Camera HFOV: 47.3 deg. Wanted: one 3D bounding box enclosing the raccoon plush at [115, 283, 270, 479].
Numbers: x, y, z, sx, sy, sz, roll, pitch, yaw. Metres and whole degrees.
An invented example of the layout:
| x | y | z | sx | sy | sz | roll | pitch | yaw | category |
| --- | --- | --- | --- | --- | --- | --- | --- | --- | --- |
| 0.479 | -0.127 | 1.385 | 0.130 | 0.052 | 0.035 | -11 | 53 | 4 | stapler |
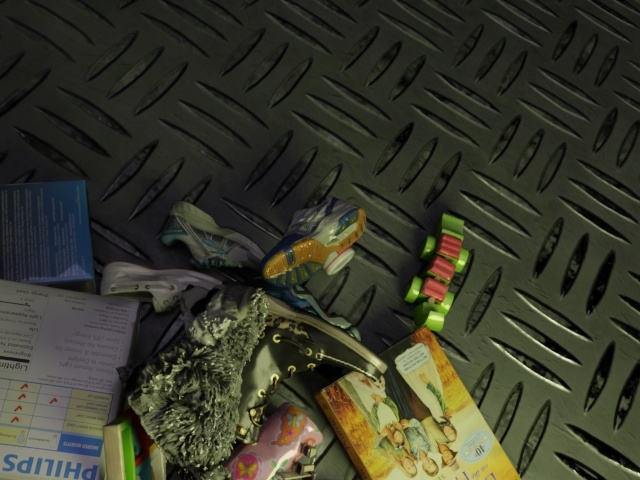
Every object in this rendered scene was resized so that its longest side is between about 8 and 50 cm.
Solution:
| x | y | z | sx | sy | sz | roll | pitch | yaw | category |
| --- | --- | --- | --- | --- | --- | --- | --- | --- | --- |
| -0.154 | 0.292 | 1.344 | 0.299 | 0.216 | 0.446 | -31 | 99 | -9 | raccoon plush |

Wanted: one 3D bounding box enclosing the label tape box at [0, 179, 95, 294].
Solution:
| x | y | z | sx | sy | sz | roll | pitch | yaw | category |
| --- | --- | --- | --- | --- | --- | --- | --- | --- | --- |
| -0.675 | 0.011 | 1.581 | 0.347 | 0.115 | 0.249 | -6 | 65 | -15 | label tape box |

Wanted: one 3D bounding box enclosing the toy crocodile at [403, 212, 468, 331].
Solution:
| x | y | z | sx | sy | sz | roll | pitch | yaw | category |
| --- | --- | --- | --- | --- | --- | --- | --- | --- | --- |
| 0.293 | 0.073 | 1.801 | 0.115 | 0.105 | 0.341 | 24 | 59 | -1 | toy crocodile |

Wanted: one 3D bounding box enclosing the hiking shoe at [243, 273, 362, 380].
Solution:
| x | y | z | sx | sy | sz | roll | pitch | yaw | category |
| --- | --- | --- | --- | --- | --- | --- | --- | --- | --- |
| -0.053 | 0.186 | 1.639 | 0.304 | 0.113 | 0.132 | 30 | 49 | 2 | hiking shoe |

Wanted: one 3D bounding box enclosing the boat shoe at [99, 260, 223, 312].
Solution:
| x | y | z | sx | sy | sz | roll | pitch | yaw | category |
| --- | --- | --- | --- | --- | --- | --- | --- | --- | --- |
| -0.349 | 0.117 | 1.622 | 0.277 | 0.098 | 0.096 | 6 | 62 | -1 | boat shoe |

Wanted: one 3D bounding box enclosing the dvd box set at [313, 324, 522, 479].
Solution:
| x | y | z | sx | sy | sz | roll | pitch | yaw | category |
| --- | --- | --- | --- | --- | --- | --- | --- | --- | --- |
| 0.217 | 0.436 | 1.582 | 0.307 | 0.062 | 0.420 | -26 | 81 | -25 | dvd box set |

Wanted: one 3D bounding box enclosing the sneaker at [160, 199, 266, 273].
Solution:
| x | y | z | sx | sy | sz | roll | pitch | yaw | category |
| --- | --- | --- | --- | --- | --- | --- | --- | --- | --- |
| -0.242 | 0.026 | 1.706 | 0.283 | 0.110 | 0.122 | 29 | 78 | 4 | sneaker |

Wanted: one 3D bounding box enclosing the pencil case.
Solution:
| x | y | z | sx | sy | sz | roll | pitch | yaw | category |
| --- | --- | --- | --- | --- | --- | --- | --- | --- | --- |
| -0.126 | 0.463 | 1.488 | 0.124 | 0.124 | 0.284 | 42 | 62 | 9 | pencil case |

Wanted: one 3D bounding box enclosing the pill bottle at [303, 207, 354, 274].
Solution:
| x | y | z | sx | sy | sz | roll | pitch | yaw | category |
| --- | --- | --- | --- | --- | --- | --- | --- | --- | --- |
| 0.000 | 0.000 | 1.773 | 0.087 | 0.087 | 0.160 | -37 | 77 | -27 | pill bottle |

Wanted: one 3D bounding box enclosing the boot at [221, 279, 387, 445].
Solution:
| x | y | z | sx | sy | sz | roll | pitch | yaw | category |
| --- | --- | --- | --- | --- | --- | --- | --- | --- | --- |
| -0.085 | 0.274 | 1.470 | 0.377 | 0.138 | 0.284 | 25 | 80 | 4 | boot |

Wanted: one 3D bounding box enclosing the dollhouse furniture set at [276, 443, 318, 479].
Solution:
| x | y | z | sx | sy | sz | roll | pitch | yaw | category |
| --- | --- | --- | --- | --- | --- | --- | --- | --- | --- |
| -0.027 | 0.462 | 1.418 | 0.081 | 0.114 | 0.091 | 7 | 98 | -36 | dollhouse furniture set |

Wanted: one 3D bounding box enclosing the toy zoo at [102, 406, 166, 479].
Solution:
| x | y | z | sx | sy | sz | roll | pitch | yaw | category |
| --- | --- | --- | --- | --- | --- | --- | --- | --- | --- |
| -0.337 | 0.408 | 1.376 | 0.030 | 0.293 | 0.192 | -5 | 90 | 3 | toy zoo |

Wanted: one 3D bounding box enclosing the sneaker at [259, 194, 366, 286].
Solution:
| x | y | z | sx | sy | sz | roll | pitch | yaw | category |
| --- | --- | --- | --- | --- | --- | --- | --- | --- | --- |
| -0.037 | -0.001 | 1.666 | 0.296 | 0.112 | 0.131 | -32 | 46 | -31 | sneaker |

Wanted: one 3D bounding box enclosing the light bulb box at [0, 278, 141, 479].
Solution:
| x | y | z | sx | sy | sz | roll | pitch | yaw | category |
| --- | --- | --- | --- | --- | --- | --- | --- | --- | --- |
| -0.554 | 0.289 | 1.400 | 0.357 | 0.225 | 0.361 | 10 | 62 | -9 | light bulb box |
